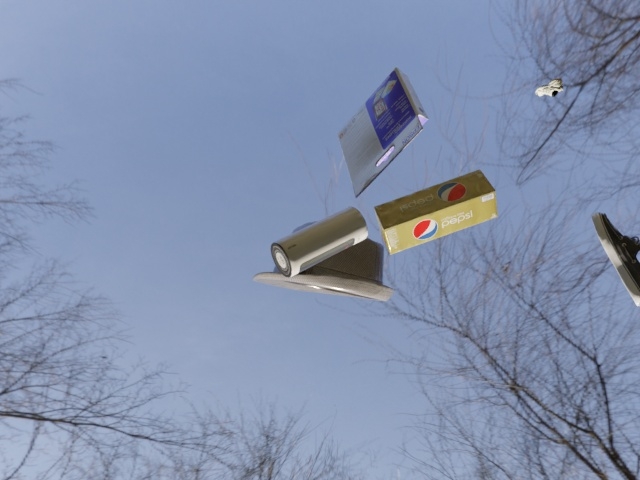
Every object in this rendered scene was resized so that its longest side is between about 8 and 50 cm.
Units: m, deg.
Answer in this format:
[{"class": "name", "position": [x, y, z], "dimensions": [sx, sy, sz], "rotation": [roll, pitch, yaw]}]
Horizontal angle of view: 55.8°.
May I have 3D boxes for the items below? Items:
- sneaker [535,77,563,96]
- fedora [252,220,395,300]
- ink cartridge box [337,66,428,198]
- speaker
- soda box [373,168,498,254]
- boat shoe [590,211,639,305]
[{"class": "sneaker", "position": [0.564, -0.368, 1.489], "dimensions": [0.032, 0.083, 0.037], "rotation": [-12, -94, -20]}, {"class": "fedora", "position": [0.015, 0.037, 1.145], "dimensions": [0.275, 0.244, 0.124], "rotation": [3, -101, 45]}, {"class": "ink cartridge box", "position": [0.127, -0.215, 1.240], "dimensions": [0.045, 0.206, 0.208], "rotation": [21, -140, -32]}, {"class": "speaker", "position": [0.000, 0.000, 0.856], "dimensions": [0.136, 0.055, 0.055], "rotation": [-26, -105, -27]}, {"class": "soda box", "position": [0.181, -0.045, 0.952], "dimensions": [0.181, 0.058, 0.061], "rotation": [-19, -138, 1]}, {"class": "boat shoe", "position": [0.684, 0.030, 1.341], "dimensions": [0.076, 0.080, 0.228], "rotation": [-29, -110, 24]}]
